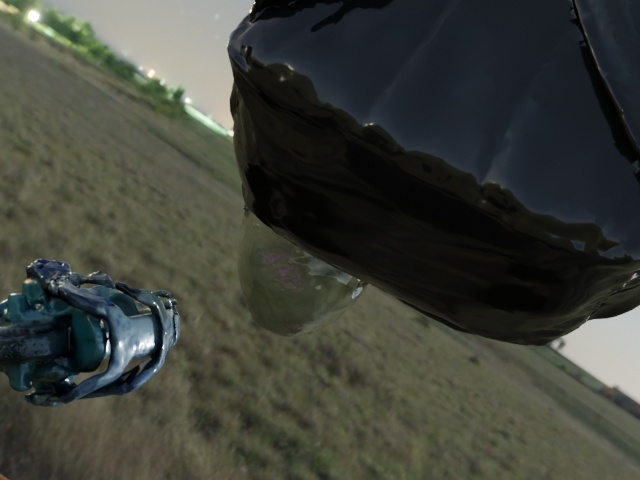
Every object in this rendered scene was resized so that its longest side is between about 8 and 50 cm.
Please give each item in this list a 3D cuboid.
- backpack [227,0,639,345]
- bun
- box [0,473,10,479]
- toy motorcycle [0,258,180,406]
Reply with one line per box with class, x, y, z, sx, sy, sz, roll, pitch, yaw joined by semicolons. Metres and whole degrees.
backpack;0.156;-0.163;0.630;0.363;0.446;0.255;26;-26;17
bun;-0.002;0.005;1.120;0.168;0.273;0.273;13;-5;18
box;-0.187;0.127;0.398;0.274;0.076;0.174;41;-23;-20
toy motorcycle;-0.251;0.094;0.914;0.206;0.154;0.260;-4;1;-11
